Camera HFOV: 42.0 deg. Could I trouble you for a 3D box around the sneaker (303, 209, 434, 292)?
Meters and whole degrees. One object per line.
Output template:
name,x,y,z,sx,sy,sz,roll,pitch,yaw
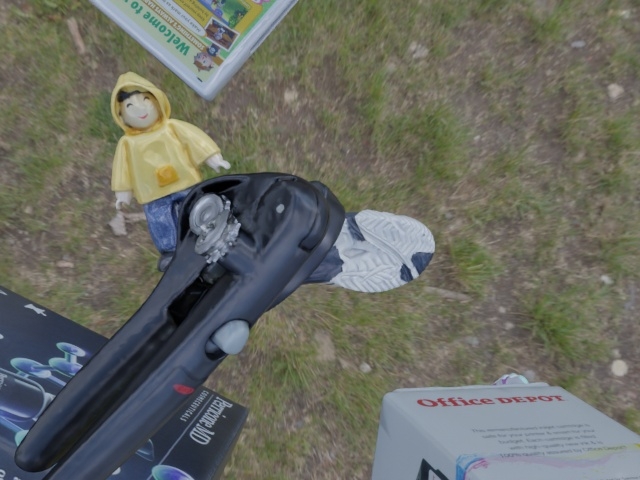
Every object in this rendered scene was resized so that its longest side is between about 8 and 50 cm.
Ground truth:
sneaker,0.000,0.000,0.946,0.234,0.153,0.094,-14,111,-5

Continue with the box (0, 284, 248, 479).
box,-0.294,0.179,0.681,0.395,0.293,0.212,26,95,1

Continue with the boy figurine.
boy figurine,-0.222,-0.107,1.208,0.177,0.092,0.285,-14,102,4

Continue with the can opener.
can opener,-0.061,0.045,0.347,0.186,0.059,0.073,-48,129,3

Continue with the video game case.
video game case,-0.103,-0.247,0.649,0.212,0.023,0.193,41,89,6

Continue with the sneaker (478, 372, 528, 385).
sneaker,0.217,0.207,1.066,0.069,0.098,0.038,-29,85,-47

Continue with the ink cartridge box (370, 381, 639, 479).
ink cartridge box,0.119,0.139,0.417,0.127,0.175,0.073,2,102,-23
